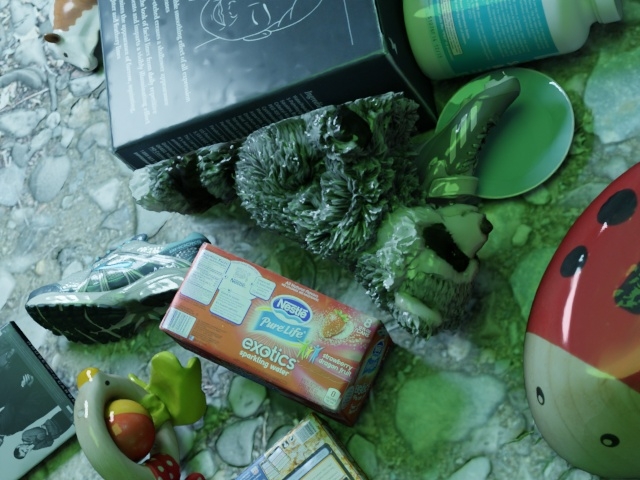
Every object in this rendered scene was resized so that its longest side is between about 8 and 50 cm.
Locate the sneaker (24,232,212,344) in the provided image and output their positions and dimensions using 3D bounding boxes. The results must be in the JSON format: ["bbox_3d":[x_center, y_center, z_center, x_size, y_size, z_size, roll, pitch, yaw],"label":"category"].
[{"bbox_3d":[-0.268,0.060,1.979,0.283,0.110,0.122,-9,53,13],"label":"sneaker"}]

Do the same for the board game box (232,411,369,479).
[{"bbox_3d":[-0.006,0.330,1.763,0.147,0.045,0.193,-41,58,3],"label":"board game box"}]

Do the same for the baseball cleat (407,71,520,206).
[{"bbox_3d":[0.190,-0.116,1.833,0.206,0.072,0.109,-40,70,12],"label":"baseball cleat"}]

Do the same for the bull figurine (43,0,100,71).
[{"bbox_3d":[-0.330,-0.413,2.198,0.189,0.101,0.310,-9,67,17],"label":"bull figurine"}]

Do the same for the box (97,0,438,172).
[{"bbox_3d":[-0.077,-0.260,1.950,0.396,0.212,0.293,-18,62,18],"label":"box"}]

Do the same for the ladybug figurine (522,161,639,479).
[{"bbox_3d":[0.394,0.055,1.631,0.305,0.162,0.449,27,81,31],"label":"ladybug figurine"}]

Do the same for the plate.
[{"bbox_3d":[0.240,-0.137,1.864,0.188,0.024,0.188,-9,64,20],"label":"plate"}]

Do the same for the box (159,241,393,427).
[{"bbox_3d":[-0.053,0.119,1.802,0.257,0.122,0.128,23,79,17],"label":"box"}]

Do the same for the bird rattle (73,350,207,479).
[{"bbox_3d":[-0.231,0.262,1.814,0.143,0.207,0.253,-29,48,32],"label":"bird rattle"}]

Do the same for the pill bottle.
[{"bbox_3d":[0.250,-0.301,1.858,0.264,0.146,0.146,-10,65,21],"label":"pill bottle"}]

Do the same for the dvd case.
[{"bbox_3d":[-0.460,0.253,1.968,0.239,0.029,0.179,-39,86,5],"label":"dvd case"}]

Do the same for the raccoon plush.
[{"bbox_3d":[0.000,0.000,1.795,0.446,0.216,0.299,-14,91,39],"label":"raccoon plush"}]
